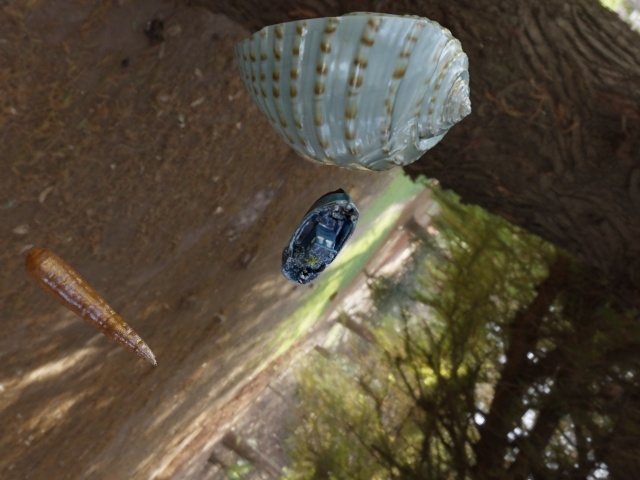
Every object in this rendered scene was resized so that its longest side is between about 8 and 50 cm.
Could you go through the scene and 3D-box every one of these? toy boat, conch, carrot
[{"bbox_3d":[0.000,0.000,0.685,0.137,0.060,0.061,-54,-157,33],"label":"toy boat"},{"bbox_3d":[0.041,-0.201,0.862,0.303,0.319,0.215,-14,100,-64],"label":"conch"},{"bbox_3d":[-0.290,0.088,0.790,0.048,0.216,0.048,-48,-178,3],"label":"carrot"}]
